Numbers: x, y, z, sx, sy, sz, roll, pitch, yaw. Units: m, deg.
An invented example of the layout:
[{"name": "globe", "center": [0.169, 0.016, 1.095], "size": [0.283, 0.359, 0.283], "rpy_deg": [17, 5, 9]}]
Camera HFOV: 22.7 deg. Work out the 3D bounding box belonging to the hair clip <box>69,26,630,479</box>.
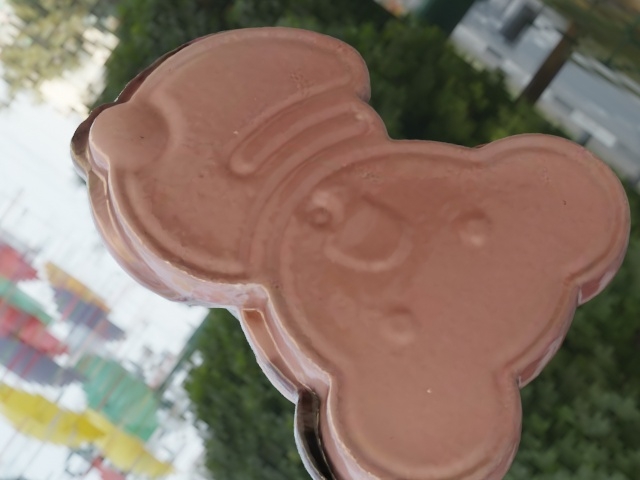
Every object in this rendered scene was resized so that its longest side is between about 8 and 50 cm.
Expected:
[{"name": "hair clip", "center": [0.005, -0.002, 0.452], "size": [0.138, 0.123, 0.102], "rpy_deg": [48, 155, -13]}]
